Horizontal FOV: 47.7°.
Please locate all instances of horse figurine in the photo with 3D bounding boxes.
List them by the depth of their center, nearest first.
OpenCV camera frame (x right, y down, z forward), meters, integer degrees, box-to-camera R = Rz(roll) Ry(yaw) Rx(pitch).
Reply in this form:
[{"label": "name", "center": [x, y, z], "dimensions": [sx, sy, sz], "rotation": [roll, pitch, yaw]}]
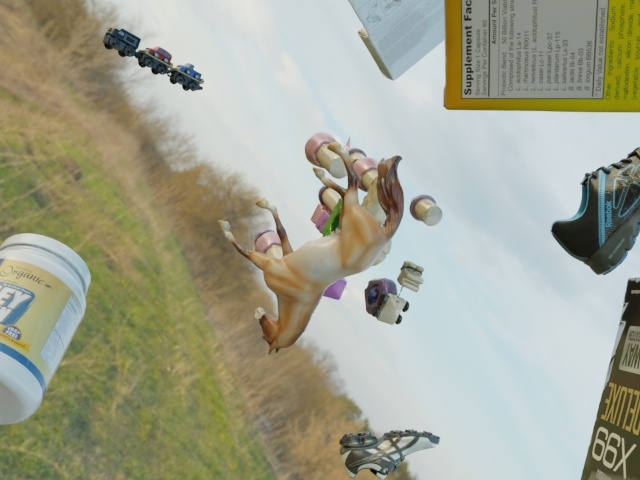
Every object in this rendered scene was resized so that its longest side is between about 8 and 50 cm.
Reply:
[{"label": "horse figurine", "center": [0.000, 0.000, 0.861], "dimensions": [0.174, 0.263, 0.066], "rotation": [60, 13, 13]}]

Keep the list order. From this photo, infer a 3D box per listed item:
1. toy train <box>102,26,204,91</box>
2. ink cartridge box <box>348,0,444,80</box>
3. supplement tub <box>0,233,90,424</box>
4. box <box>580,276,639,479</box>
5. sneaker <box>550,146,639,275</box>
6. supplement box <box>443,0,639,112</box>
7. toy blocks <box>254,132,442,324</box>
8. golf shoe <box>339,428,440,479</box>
[{"label": "toy train", "center": [-0.224, -0.248, 0.992], "dimensions": [0.158, 0.036, 0.027], "rotation": [23, -6, -43]}, {"label": "ink cartridge box", "center": [0.195, -0.518, 1.538], "dimensions": [0.239, 0.275, 0.060], "rotation": [52, -2, -35]}, {"label": "supplement tub", "center": [-0.375, 0.103, 0.877], "dimensions": [0.199, 0.144, 0.144], "rotation": [-78, 149, -45]}, {"label": "box", "center": [0.288, 0.146, 0.532], "dimensions": [0.077, 0.242, 0.307], "rotation": [16, -4, 5]}, {"label": "sneaker", "center": [0.553, -0.108, 1.292], "dimensions": [0.140, 0.341, 0.125], "rotation": [36, 2, 12]}, {"label": "supplement box", "center": [0.338, -0.260, 0.839], "dimensions": [0.357, 0.195, 0.194], "rotation": [6, -68, 25]}, {"label": "toy blocks", "center": [0.049, -0.041, 1.450], "dimensions": [0.309, 0.288, 0.260], "rotation": [22, 15, -25]}, {"label": "golf shoe", "center": [0.137, 0.418, 1.416], "dimensions": [0.077, 0.198, 0.093], "rotation": [88, -2, -76]}]
